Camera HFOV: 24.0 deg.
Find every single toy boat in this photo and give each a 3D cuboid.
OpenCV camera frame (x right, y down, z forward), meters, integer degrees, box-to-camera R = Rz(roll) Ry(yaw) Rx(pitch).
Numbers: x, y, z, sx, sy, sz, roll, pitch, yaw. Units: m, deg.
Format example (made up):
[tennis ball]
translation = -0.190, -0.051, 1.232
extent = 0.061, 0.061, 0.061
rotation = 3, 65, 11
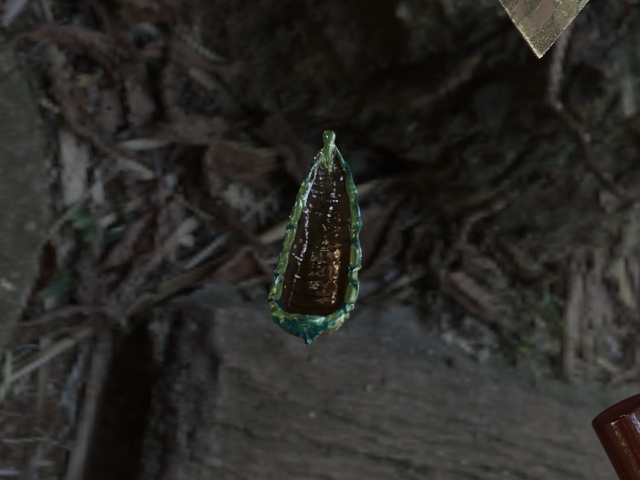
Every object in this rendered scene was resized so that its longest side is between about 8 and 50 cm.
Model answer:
[toy boat]
translation = 0.002, 0.004, 1.877
extent = 0.099, 0.108, 0.293
rotation = 78, 16, -53

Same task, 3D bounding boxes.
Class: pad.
[pad]
translation = 0.258, -0.285, 1.589
extent = 0.158, 0.003, 0.235
rotation = -50, 158, 4

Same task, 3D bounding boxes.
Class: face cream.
[face cream]
translation = 0.436, 0.307, 1.923
extent = 0.096, 0.096, 0.214
rotation = -28, 91, -39
